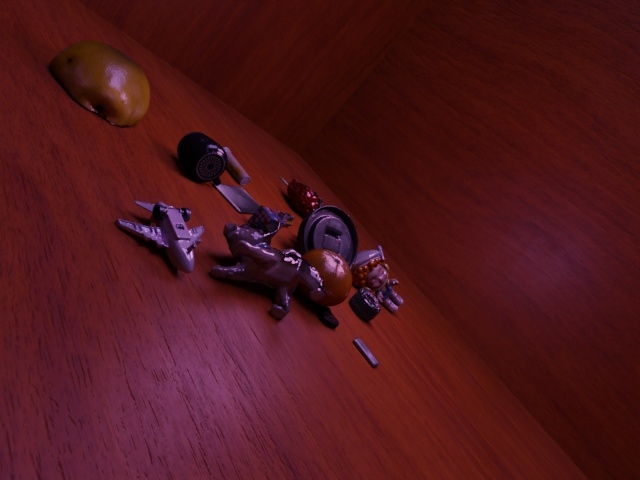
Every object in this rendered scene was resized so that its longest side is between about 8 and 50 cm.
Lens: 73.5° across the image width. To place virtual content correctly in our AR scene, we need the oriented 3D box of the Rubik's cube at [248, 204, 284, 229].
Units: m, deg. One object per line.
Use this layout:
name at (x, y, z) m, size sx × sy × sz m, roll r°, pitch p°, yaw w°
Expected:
Rubik's cube at (-0.225, -0.075, 1.781) m, size 0.092 × 0.092 × 0.092 m, roll 51°, pitch 14°, yaw 28°

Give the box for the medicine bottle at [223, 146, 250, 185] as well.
medicine bottle at (-0.432, -0.368, 2.137) m, size 0.218 × 0.074 × 0.074 m, roll 51°, pitch 15°, yaw 20°

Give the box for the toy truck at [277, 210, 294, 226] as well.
toy truck at (-0.172, -0.102, 2.088) m, size 0.052 × 0.063 × 0.123 m, roll 25°, pitch 7°, yaw 21°

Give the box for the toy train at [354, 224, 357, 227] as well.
toy train at (0.075, -0.069, 2.505) m, size 0.231 × 0.163 × 0.369 m, roll 32°, pitch 11°, yaw 3°

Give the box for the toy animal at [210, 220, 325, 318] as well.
toy animal at (-0.168, 0.058, 1.353) m, size 0.344 × 0.194 × 0.303 m, roll 41°, pitch 19°, yaw -23°

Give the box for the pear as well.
pear at (-0.780, -0.607, 1.588) m, size 0.340 × 0.191 × 0.386 m, roll 29°, pitch 19°, yaw -46°

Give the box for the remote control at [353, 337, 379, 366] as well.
remote control at (0.168, 0.413, 1.586) m, size 0.124 × 0.018 × 0.053 m, roll 49°, pitch 13°, yaw 23°

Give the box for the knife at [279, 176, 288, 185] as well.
knife at (-0.203, -0.359, 2.900) m, size 0.207 × 0.014 × 0.030 m, roll 45°, pitch 14°, yaw 0°

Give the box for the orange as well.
orange at (0.017, 0.130, 1.585) m, size 0.240 × 0.171 × 0.240 m, roll 33°, pitch 21°, yaw -14°

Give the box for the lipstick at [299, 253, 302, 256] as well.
lipstick at (-0.072, 0.101, 1.772) m, size 0.063 × 0.057 × 0.186 m, roll 32°, pitch 15°, yaw -37°

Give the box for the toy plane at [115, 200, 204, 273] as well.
toy plane at (-0.388, -0.021, 1.122) m, size 0.251 × 0.101 × 0.255 m, roll 4°, pitch 39°, yaw -51°

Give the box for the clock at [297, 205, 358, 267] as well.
clock at (0.036, 0.006, 1.913) m, size 0.318 × 0.319 × 0.066 m, roll 35°, pitch -27°, yaw -31°

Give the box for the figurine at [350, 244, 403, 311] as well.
figurine at (0.280, 0.227, 2.273) m, size 0.382 × 0.224 × 0.205 m, roll 64°, pitch -16°, yaw -16°

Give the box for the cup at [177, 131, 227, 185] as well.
cup at (-0.471, -0.319, 1.728) m, size 0.176 × 0.169 × 0.223 m, roll 43°, pitch -19°, yaw 33°

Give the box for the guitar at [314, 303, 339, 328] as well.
guitar at (0.001, 0.239, 1.619) m, size 0.088 × 0.025 × 0.233 m, roll 31°, pitch 17°, yaw -39°

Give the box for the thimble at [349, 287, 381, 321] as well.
thimble at (0.197, 0.285, 1.914) m, size 0.118 × 0.090 × 0.135 m, roll 32°, pitch 19°, yaw -31°

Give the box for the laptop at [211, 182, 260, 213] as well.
laptop at (-0.355, -0.185, 1.909) m, size 0.187 × 0.015 × 0.269 m, roll 45°, pitch 14°, yaw 11°

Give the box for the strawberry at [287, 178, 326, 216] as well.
strawberry at (-0.105, -0.234, 2.533) m, size 0.280 × 0.150 × 0.253 m, roll 42°, pitch -7°, yaw 1°
